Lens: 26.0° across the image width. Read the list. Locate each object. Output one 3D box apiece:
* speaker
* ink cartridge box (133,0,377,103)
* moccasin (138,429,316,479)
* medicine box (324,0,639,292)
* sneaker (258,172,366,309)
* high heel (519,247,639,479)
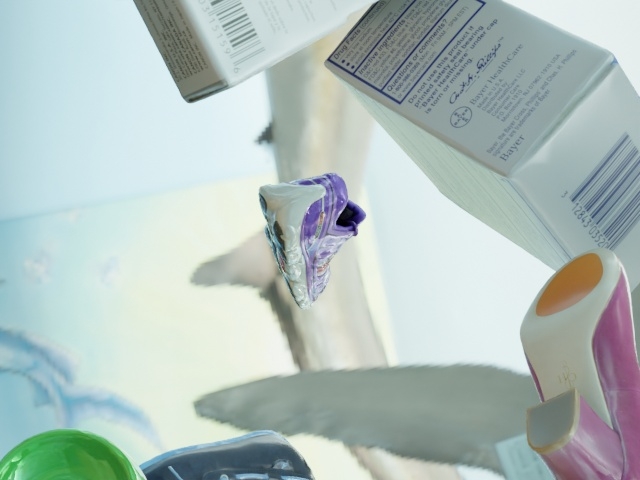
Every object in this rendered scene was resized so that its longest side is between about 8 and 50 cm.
[{"bbox_3d":[-0.186,0.252,1.079,0.296,0.131,0.131,96,-30,-60],"label":"speaker"},{"bbox_3d":[-0.057,-0.270,0.983,0.060,0.239,0.275,-13,-74,52],"label":"ink cartridge box"},{"bbox_3d":[-0.129,0.312,1.662,0.117,0.342,0.137,38,-52,31],"label":"moccasin"},{"bbox_3d":[0.191,-0.108,1.372,0.289,0.149,0.263,38,-3,44],"label":"medicine box"},{"bbox_3d":[0.000,0.000,1.011,0.170,0.071,0.068,88,-20,-72],"label":"sneaker"},{"bbox_3d":[0.201,0.105,0.965,0.082,0.244,0.117,-29,-68,24],"label":"high heel"}]
